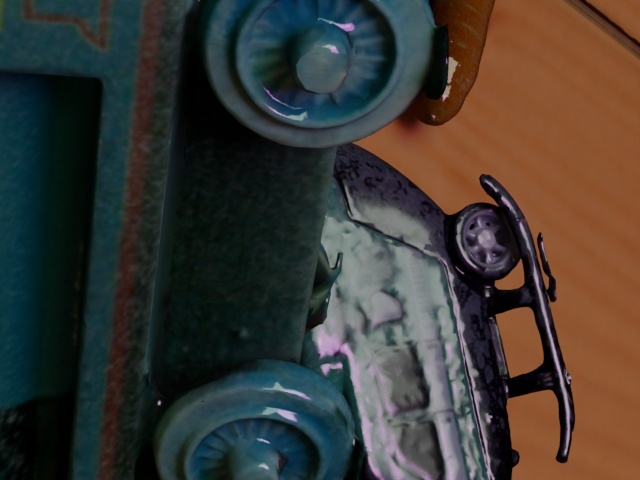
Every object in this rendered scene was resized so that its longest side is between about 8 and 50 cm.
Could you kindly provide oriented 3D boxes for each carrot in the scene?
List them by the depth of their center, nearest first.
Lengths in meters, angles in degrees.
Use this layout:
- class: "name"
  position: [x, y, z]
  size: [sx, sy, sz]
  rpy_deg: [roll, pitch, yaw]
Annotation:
- class: "carrot"
  position: [0.062, -0.116, 0.903]
  size: [0.048, 0.048, 0.139]
  rpy_deg: [29, 59, -28]

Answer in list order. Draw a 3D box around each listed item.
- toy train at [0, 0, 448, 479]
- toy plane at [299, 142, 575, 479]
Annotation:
- class: "toy train"
  position: [-0.072, -0.021, 0.599]
  size: [0.194, 0.298, 0.120]
  rpy_deg: [2, 36, -9]
- class: "toy plane"
  position: [0.000, 0.000, 0.772]
  size: [0.155, 0.106, 0.382]
  rpy_deg: [-9, 84, -29]
